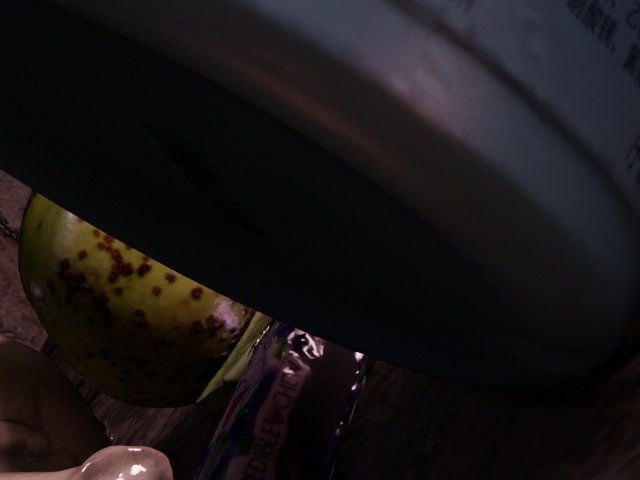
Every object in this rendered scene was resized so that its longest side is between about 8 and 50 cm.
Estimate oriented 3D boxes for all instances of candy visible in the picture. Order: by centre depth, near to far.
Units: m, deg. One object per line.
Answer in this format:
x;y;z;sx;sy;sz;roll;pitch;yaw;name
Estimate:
-0.045;0.154;0.713;0.088;0.061;0.312;-51;13;46;candy

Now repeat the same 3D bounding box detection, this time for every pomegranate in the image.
-0.089;0.003;1.048;0.248;0.214;0.214;-27;5;-13;pomegranate

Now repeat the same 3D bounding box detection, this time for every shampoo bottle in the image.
0.027;-0.161;0.547;0.343;0.331;0.331;-63;12;-14;shampoo bottle

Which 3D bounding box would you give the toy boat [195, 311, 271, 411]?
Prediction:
0.000;0.000;0.945;0.093;0.055;0.293;-44;17;49;toy boat

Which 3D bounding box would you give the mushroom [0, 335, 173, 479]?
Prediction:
-0.250;0.205;1.030;0.336;0.314;0.314;-13;43;46;mushroom

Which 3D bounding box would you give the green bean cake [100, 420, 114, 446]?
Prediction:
-0.322;0.239;1.326;0.241;0.132;0.255;17;72;52;green bean cake
